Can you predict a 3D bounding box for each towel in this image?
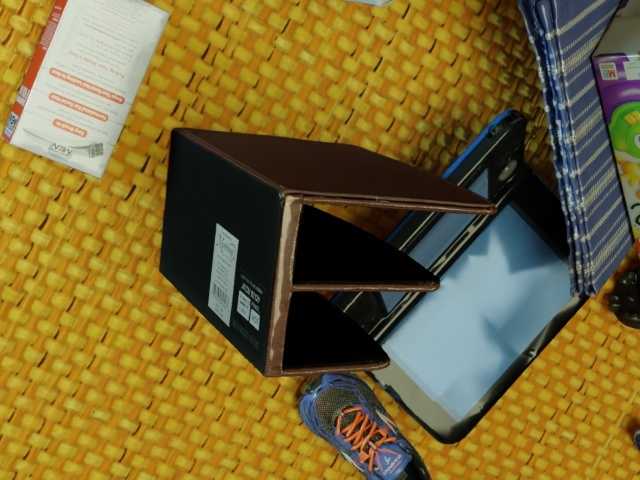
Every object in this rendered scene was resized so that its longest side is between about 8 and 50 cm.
[{"bbox_3d":[0.295,-0.136,1.237,0.243,0.040,0.336,-39,123,-49],"label":"towel"}]

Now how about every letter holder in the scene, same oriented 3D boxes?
[{"bbox_3d":[0.000,0.000,1.053,0.214,0.302,0.152,1,104,-24],"label":"letter holder"}]

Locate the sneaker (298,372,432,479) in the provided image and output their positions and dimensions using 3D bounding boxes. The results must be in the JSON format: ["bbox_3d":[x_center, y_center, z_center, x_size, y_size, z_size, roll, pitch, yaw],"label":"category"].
[{"bbox_3d":[0.062,0.224,1.264,0.083,0.087,0.221,-48,117,-6],"label":"sneaker"}]

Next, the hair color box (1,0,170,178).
[{"bbox_3d":[-0.217,-0.153,1.056,0.093,0.053,0.167,22,94,-28],"label":"hair color box"}]

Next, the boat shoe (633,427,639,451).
[{"bbox_3d":[0.465,0.272,1.473,0.066,0.066,0.183,-53,127,-8],"label":"boat shoe"}]

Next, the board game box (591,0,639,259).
[{"bbox_3d":[0.407,-0.118,1.242,0.142,0.144,0.275,-54,133,-41],"label":"board game box"}]

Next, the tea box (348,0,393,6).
[{"bbox_3d":[0.076,-0.433,1.012,0.323,0.220,0.329,-31,115,-12],"label":"tea box"}]

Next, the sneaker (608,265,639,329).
[{"bbox_3d":[0.485,0.061,1.348,0.135,0.276,0.098,35,45,-53],"label":"sneaker"}]

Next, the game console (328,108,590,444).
[{"bbox_3d":[0.167,0.049,1.209,0.173,0.250,0.293,41,84,15],"label":"game console"}]
